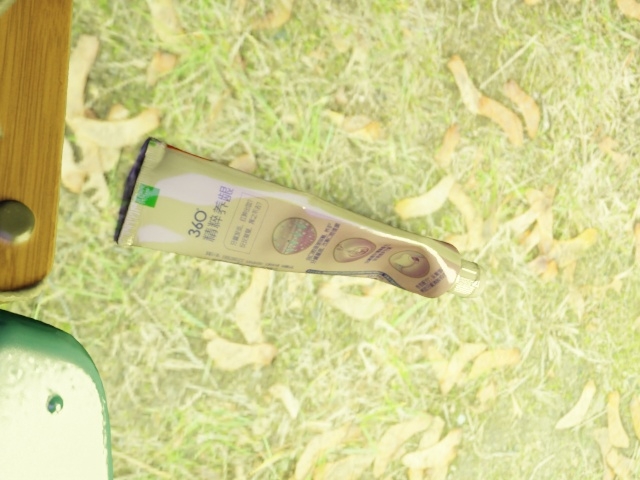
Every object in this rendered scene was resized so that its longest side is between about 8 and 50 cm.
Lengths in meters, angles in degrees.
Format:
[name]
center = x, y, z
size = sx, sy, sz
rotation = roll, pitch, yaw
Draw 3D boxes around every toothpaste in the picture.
[toothpaste]
center = 0.000, 0.000, 0.670
size = 0.301, 0.048, 0.075
rotation = 15, 117, -24

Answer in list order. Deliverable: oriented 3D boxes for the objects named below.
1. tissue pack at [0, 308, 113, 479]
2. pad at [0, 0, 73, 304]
[tissue pack]
center = -0.243, 0.109, 0.331
size = 0.287, 0.206, 0.198
rotation = 5, 83, -54
[pad]
center = -0.266, -0.118, 0.437
size = 0.284, 0.018, 0.286
rotation = 13, 61, -33
